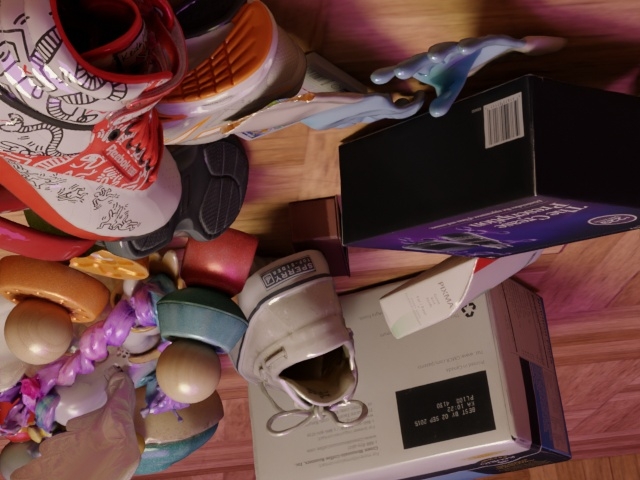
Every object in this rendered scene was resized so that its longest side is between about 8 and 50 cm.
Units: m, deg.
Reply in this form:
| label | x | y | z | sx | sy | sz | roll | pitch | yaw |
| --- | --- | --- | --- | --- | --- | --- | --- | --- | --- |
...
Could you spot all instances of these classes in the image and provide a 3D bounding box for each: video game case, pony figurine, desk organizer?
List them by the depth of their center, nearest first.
| label | x | y | z | sx | sy | sz | roll | pitch | yaw |
| --- | --- | --- | --- | --- | --- | --- | --- | --- | --- |
| video game case | -0.034 | -0.117 | 1.065 | 0.122 | 0.011 | 0.087 | -18 | 158 | 27 |
| desk organizer | 0.000 | 0.000 | 1.352 | 0.050 | 0.047 | 0.130 | -6 | 160 | 4 |
| pony figurine | -0.267 | 0.162 | 1.456 | 0.351 | 0.303 | 0.363 | -36 | 163 | -17 |

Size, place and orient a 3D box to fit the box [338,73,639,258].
| label | x | y | z | sx | sy | sz | roll | pitch | yaw |
| --- | --- | --- | --- | --- | --- | --- | --- | --- | --- |
| box | 0.163 | -0.053 | 1.110 | 0.184 | 0.103 | 0.261 | 2 | 170 | -32 |

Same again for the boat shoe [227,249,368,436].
| label | x | y | z | sx | sy | sz | roll | pitch | yaw |
| --- | --- | --- | --- | --- | --- | --- | --- | --- | --- |
| boat shoe | -0.010 | 0.140 | 1.414 | 0.135 | 0.156 | 0.367 | -22 | 163 | -13 |

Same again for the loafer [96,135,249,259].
| label | x | y | z | sx | sy | sz | roll | pitch | yaw |
| --- | --- | --- | --- | --- | --- | --- | --- | --- | --- |
| loafer | -0.136 | -0.046 | 1.067 | 0.084 | 0.096 | 0.267 | 12 | -169 | 15 |

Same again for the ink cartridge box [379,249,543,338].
| label | x | y | z | sx | sy | sz | roll | pitch | yaw |
| --- | --- | --- | --- | --- | --- | --- | --- | --- | --- |
| ink cartridge box | 0.195 | 0.021 | 1.365 | 0.224 | 0.056 | 0.181 | -25 | -179 | 43 |

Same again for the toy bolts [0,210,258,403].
| label | x | y | z | sx | sy | sz | roll | pitch | yaw |
| --- | --- | --- | --- | --- | --- | --- | --- | --- | --- |
| toy bolts | -0.180 | 0.065 | 1.215 | 0.228 | 0.158 | 0.218 | 13 | 163 | -1 |

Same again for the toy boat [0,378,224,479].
| label | x | y | z | sx | sy | sz | roll | pitch | yaw |
| --- | --- | --- | --- | --- | --- | --- | --- | --- | --- |
| toy boat | -0.290 | 0.261 | 1.772 | 0.318 | 0.148 | 0.267 | -3 | -176 | 11 |

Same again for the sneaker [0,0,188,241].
| label | x | y | z | sx | sy | sz | roll | pitch | yaw |
| --- | --- | --- | --- | --- | --- | --- | --- | --- | --- |
| sneaker | -0.125 | -0.075 | 0.779 | 0.145 | 0.090 | 0.270 | -14 | 155 | 26 |

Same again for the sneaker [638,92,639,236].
| label | x | y | z | sx | sy | sz | roll | pitch | yaw |
| --- | --- | --- | --- | --- | --- | --- | --- | --- | --- |
| sneaker | 0.347 | -0.099 | 1.154 | 0.123 | 0.109 | 0.295 | -31 | 161 | -15 |

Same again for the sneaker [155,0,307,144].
| label | x | y | z | sx | sy | sz | roll | pitch | yaw |
| --- | --- | --- | --- | --- | --- | --- | --- | --- | --- |
| sneaker | -0.128 | -0.097 | 0.969 | 0.262 | 0.099 | 0.121 | -15 | 164 | 23 |

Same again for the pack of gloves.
| label | x | y | z | sx | sy | sz | roll | pitch | yaw |
| --- | --- | --- | --- | --- | --- | --- | --- | --- | --- |
| pack of gloves | 0.068 | -0.102 | 0.977 | 0.195 | 0.046 | 0.232 | -20 | 177 | 29 |

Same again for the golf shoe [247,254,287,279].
| label | x | y | z | sx | sy | sz | roll | pitch | yaw |
| --- | --- | --- | --- | --- | --- | --- | --- | --- | --- |
| golf shoe | -0.054 | 0.035 | 1.432 | 0.086 | 0.069 | 0.176 | -27 | 164 | 4 |

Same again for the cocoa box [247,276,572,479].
| label | x | y | z | sx | sy | sz | roll | pitch | yaw |
| --- | --- | --- | --- | --- | --- | --- | --- | --- | --- |
| cocoa box | 0.110 | 0.194 | 1.653 | 0.347 | 0.231 | 0.228 | -17 | 159 | 25 |

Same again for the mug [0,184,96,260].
| label | x | y | z | sx | sy | sz | roll | pitch | yaw |
| --- | --- | --- | --- | --- | --- | --- | --- | --- | --- |
| mug | -0.221 | -0.057 | 0.842 | 0.150 | 0.113 | 0.169 | 23 | -162 | 20 |
